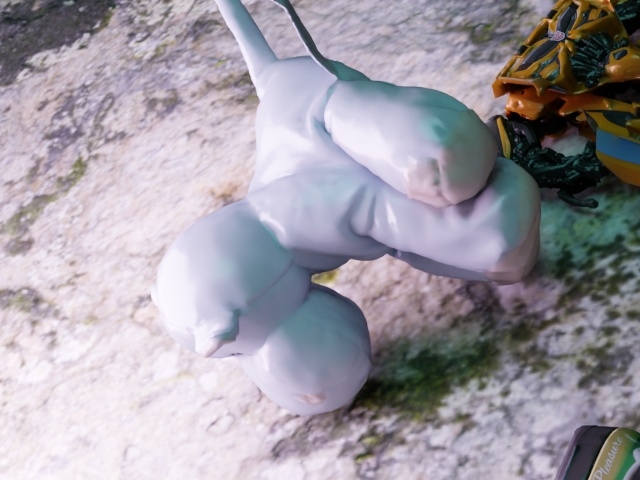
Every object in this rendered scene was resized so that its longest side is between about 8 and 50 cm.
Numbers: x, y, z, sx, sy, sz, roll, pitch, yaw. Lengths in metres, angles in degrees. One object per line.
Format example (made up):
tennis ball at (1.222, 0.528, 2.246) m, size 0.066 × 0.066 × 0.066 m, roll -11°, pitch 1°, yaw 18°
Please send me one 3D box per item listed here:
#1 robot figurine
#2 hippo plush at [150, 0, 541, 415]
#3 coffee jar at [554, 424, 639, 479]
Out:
robot figurine at (0.257, -0.113, 1.269) m, size 0.291 × 0.085 × 0.211 m, roll 21°, pitch 64°, yaw 42°
hippo plush at (0.000, 0.000, 1.200) m, size 0.236 × 0.294 × 0.234 m, roll -53°, pitch 23°, yaw -9°
coffee jar at (0.227, 0.172, 1.028) m, size 0.184 × 0.079 × 0.096 m, roll 9°, pitch 60°, yaw 36°
